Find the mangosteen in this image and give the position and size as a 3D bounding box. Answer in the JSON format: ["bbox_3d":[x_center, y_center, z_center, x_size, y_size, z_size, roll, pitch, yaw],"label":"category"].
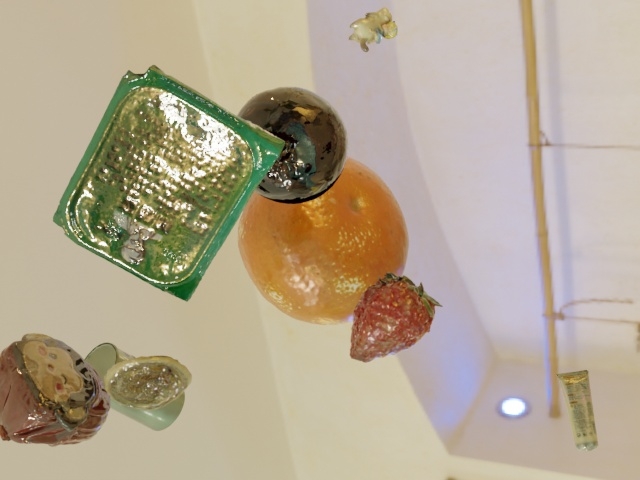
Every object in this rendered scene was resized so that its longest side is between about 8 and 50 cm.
[{"bbox_3d":[-0.055,-0.191,1.654,0.265,0.228,0.228,-73,-25,-67],"label":"mangosteen"}]

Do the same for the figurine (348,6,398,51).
[{"bbox_3d":[0.088,-0.329,1.353,0.083,0.050,0.047,-33,-18,-15],"label":"figurine"}]

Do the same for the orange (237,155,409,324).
[{"bbox_3d":[0.000,0.000,2.028,0.424,0.326,0.424,18,-125,-27],"label":"orange"}]

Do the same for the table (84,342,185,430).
[{"bbox_3d":[-0.426,0.333,1.944,0.220,0.126,0.126,42,-125,-39],"label":"table"}]

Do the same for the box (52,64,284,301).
[{"bbox_3d":[-0.247,-0.102,1.399,0.336,0.264,0.106,-55,10,24],"label":"box"}]

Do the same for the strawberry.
[{"bbox_3d":[0.109,0.126,1.338,0.131,0.131,0.148,35,-107,-57],"label":"strawberry"}]

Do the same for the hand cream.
[{"bbox_3d":[0.468,0.309,1.559,0.039,0.061,0.143,93,171,-74],"label":"hand cream"}]

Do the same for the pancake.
[{"bbox_3d":[-0.275,0.227,1.376,0.022,0.139,0.139,-103,-11,-46],"label":"pancake"}]

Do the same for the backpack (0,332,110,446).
[{"bbox_3d":[-0.483,0.282,1.567,0.229,0.139,0.229,40,-163,-15],"label":"backpack"}]
